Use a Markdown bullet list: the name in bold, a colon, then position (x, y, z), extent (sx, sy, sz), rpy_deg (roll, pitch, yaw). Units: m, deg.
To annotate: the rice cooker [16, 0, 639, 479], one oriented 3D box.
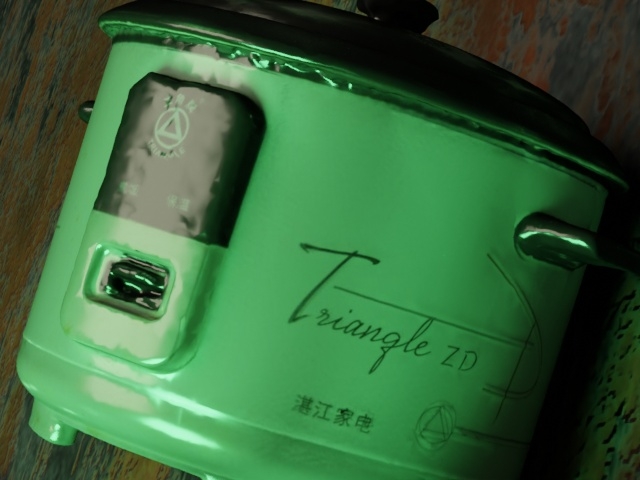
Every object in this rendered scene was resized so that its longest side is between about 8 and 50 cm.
- **rice cooker**: position (0.000, 0.000, 0.820), extent (0.280, 0.241, 0.227), rpy_deg (17, 88, 37)
